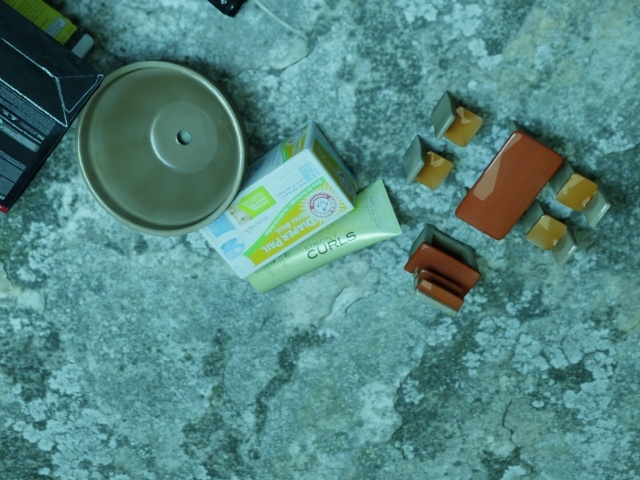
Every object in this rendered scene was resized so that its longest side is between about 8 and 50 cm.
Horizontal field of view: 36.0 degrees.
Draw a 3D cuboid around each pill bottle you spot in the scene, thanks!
[{"bbox_3d":[-0.414,-0.280,1.287,0.208,0.119,0.119,37,114,-16],"label":"pill bottle"}]

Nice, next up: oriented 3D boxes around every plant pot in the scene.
[{"bbox_3d":[-0.202,-0.131,1.342,0.237,0.110,0.237,4,106,13],"label":"plant pot"}]

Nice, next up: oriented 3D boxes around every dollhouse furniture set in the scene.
[{"bbox_3d":[0.228,-0.034,1.364,0.262,0.135,0.259,28,116,-11],"label":"dollhouse furniture set"}]

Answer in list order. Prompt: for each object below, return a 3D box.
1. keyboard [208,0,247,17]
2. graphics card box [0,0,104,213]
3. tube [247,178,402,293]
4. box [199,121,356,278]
[{"bbox_3d":[-0.073,-0.371,1.272,0.100,0.038,0.192,45,115,7],"label":"keyboard"},{"bbox_3d":[-0.439,-0.179,1.250,0.233,0.094,0.371,37,152,-14],"label":"graphics card box"},{"bbox_3d":[0.000,0.000,1.437,0.240,0.062,0.070,-26,106,18],"label":"tube"},{"bbox_3d":[-0.061,-0.056,1.390,0.203,0.103,0.114,-33,111,19],"label":"box"}]
